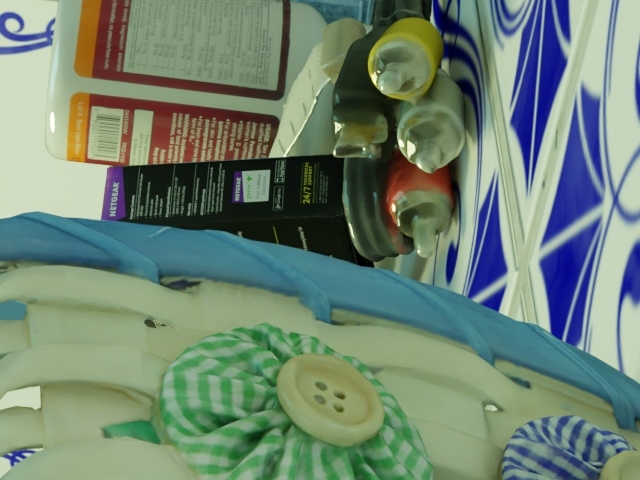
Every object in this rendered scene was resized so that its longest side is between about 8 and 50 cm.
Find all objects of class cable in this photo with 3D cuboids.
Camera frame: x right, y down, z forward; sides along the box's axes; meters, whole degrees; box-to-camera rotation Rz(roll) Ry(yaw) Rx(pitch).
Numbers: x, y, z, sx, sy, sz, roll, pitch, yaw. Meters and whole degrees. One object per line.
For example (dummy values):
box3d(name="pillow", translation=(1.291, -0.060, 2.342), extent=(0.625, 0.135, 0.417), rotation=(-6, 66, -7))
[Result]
box3d(name="cable", translation=(0.058, -0.095, 1.056), extent=(0.287, 0.072, 0.139), rotation=(-70, -24, -53))

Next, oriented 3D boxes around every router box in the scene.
box3d(name="router box", translation=(-0.037, 0.023, 1.102), extent=(0.179, 0.133, 0.046), rotation=(76, -166, -54))

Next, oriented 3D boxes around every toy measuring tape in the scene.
box3d(name="toy measuring tape", translation=(0.000, 0.000, 1.203), extent=(0.330, 0.121, 0.121), rotation=(120, 159, -46))

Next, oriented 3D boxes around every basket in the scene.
box3d(name="basket", translation=(-0.013, 0.097, 0.474), extent=(0.201, 0.255, 0.289), rotation=(-67, 23, 13))

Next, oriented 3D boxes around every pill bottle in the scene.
box3d(name="pill bottle", translation=(-0.062, -0.100, 1.277), extent=(0.121, 0.221, 0.121), rotation=(-173, 90, -84))

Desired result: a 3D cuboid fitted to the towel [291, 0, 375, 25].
box3d(name="towel", translation=(0.001, -0.133, 1.469), extent=(0.029, 0.067, 0.119), rotation=(-101, 19, -78))
